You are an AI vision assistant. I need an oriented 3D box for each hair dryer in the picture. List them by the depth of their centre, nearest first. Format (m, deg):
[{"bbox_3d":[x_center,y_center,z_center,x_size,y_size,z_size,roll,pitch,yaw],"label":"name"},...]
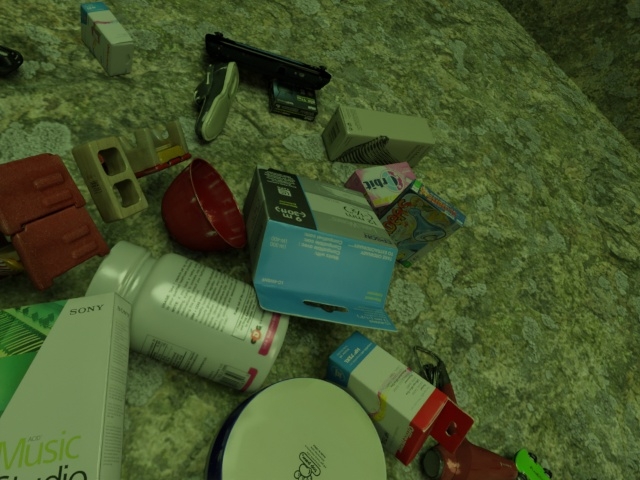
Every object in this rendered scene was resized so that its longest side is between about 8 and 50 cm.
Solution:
[{"bbox_3d":[0.259,0.355,0.835,0.293,0.080,0.223,46,53,5],"label":"hair dryer"}]

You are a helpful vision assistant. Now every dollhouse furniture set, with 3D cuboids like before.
[{"bbox_3d":[-0.379,-0.062,0.688,0.374,0.201,0.152,-50,126,-59],"label":"dollhouse furniture set"}]

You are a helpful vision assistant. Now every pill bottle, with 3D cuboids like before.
[{"bbox_3d":[-0.206,0.117,0.692,0.283,0.160,0.160,26,53,-12],"label":"pill bottle"}]

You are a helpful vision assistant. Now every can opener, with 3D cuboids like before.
[{"bbox_3d":[-0.660,-0.364,0.820,0.186,0.073,0.059,16,63,-7],"label":"can opener"}]

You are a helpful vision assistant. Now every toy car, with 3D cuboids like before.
[{"bbox_3d":[0.452,0.509,0.859,0.225,0.053,0.239,48,51,7],"label":"toy car"}]

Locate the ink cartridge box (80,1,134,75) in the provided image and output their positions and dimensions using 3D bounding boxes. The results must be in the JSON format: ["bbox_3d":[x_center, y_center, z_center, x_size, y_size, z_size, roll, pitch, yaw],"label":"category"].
[{"bbox_3d":[-0.459,-0.432,0.942,0.052,0.088,0.122,-34,80,-38],"label":"ink cartridge box"}]

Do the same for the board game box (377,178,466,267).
[{"bbox_3d":[0.199,-0.030,0.963,0.136,0.201,0.035,35,52,-3],"label":"board game box"}]

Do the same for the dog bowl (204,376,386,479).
[{"bbox_3d":[-0.036,0.352,0.671,0.265,0.104,0.264,13,56,-20],"label":"dog bowl"}]

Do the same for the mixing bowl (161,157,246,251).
[{"bbox_3d":[-0.223,-0.048,0.801,0.098,0.181,0.181,-25,69,10],"label":"mixing bowl"}]

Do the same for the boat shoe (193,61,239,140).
[{"bbox_3d":[-0.249,-0.318,0.999,0.079,0.084,0.233,7,59,2],"label":"boat shoe"}]

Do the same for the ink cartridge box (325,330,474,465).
[{"bbox_3d":[0.119,0.273,0.726,0.231,0.134,0.078,33,50,28],"label":"ink cartridge box"}]

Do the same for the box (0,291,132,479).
[{"bbox_3d":[-0.349,0.229,0.499,0.232,0.058,0.322,-9,60,-2],"label":"box"}]

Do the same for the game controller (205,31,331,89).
[{"bbox_3d":[-0.131,-0.460,1.110,0.319,0.067,0.166,11,33,-19],"label":"game controller"}]

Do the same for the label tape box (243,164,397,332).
[{"bbox_3d":[0.000,0.000,0.808,0.249,0.115,0.347,13,26,-21],"label":"label tape box"}]

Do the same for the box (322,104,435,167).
[{"bbox_3d":[0.152,-0.266,1.142,0.275,0.113,0.094,-1,62,-26],"label":"box"}]

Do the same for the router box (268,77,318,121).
[{"bbox_3d":[-0.072,-0.364,1.132,0.122,0.038,0.092,6,59,-24],"label":"router box"}]

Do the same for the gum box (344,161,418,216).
[{"bbox_3d":[0.167,-0.127,1.095,0.188,0.062,0.107,-15,70,-33],"label":"gum box"}]
